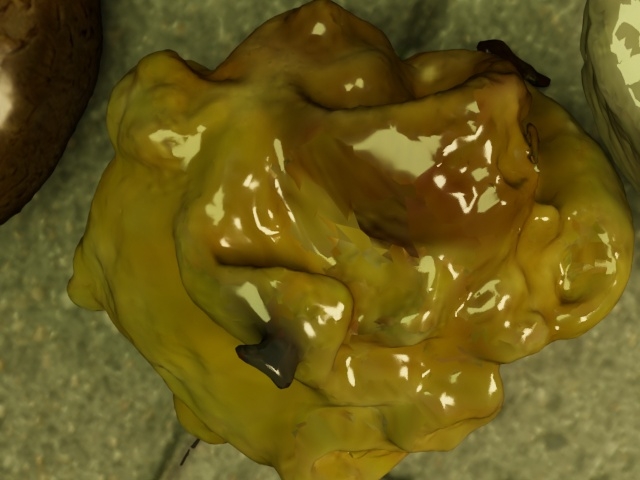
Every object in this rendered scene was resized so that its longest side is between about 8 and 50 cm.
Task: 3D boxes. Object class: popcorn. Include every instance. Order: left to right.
[{"bbox_3d":[0.000,0.000,1.083,0.297,0.281,0.316,42,119,-13],"label":"popcorn"}]

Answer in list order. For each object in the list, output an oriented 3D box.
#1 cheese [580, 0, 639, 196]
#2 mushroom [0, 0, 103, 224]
[{"bbox_3d":[0.312,-0.097,1.016,0.332,0.153,0.292,37,92,3],"label":"cheese"},{"bbox_3d":[-0.305,-0.145,1.156,0.345,0.239,0.345,-3,104,-11],"label":"mushroom"}]
